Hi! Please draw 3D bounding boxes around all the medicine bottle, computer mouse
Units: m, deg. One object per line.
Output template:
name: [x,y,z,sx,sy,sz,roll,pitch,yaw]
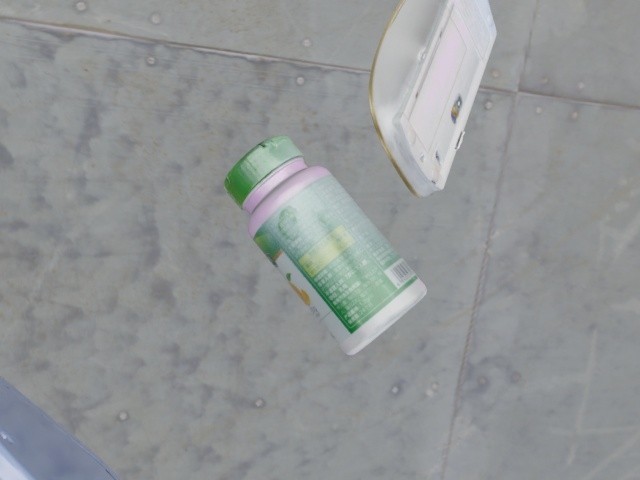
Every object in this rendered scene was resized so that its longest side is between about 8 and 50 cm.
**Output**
medicine bottle: [0.000,0.000,0.855,0.133,0.133,0.274,-37,83,-12]
computer mouse: [0.084,-0.126,0.513,0.102,0.044,0.199,48,53,-41]

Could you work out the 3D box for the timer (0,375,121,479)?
timer: [-0.321,0.298,0.694,0.173,0.395,0.395,-44,119,-17]
